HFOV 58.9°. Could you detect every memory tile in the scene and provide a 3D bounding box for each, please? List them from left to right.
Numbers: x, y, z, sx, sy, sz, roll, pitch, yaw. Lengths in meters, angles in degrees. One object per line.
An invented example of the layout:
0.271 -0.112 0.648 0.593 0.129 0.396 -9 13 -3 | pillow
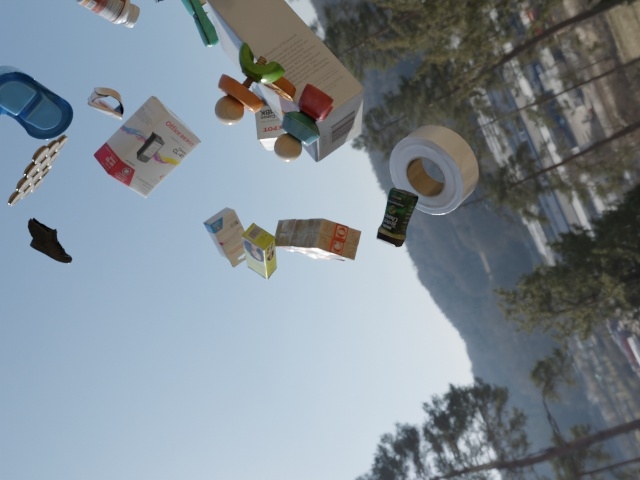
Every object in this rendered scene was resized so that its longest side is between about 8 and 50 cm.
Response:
-0.534 -0.134 1.069 0.012 0.148 0.113 37 -156 -12 | memory tile

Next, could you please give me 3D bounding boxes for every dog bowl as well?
-0.932 -0.440 1.799 0.074 0.166 0.297 44 -178 28 | dog bowl

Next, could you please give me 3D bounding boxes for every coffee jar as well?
0.248 -0.073 1.851 0.079 0.096 0.184 -4 -67 -55 | coffee jar

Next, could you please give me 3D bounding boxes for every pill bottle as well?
-0.817 -0.919 2.190 0.216 0.121 0.121 21 -135 -45 | pill bottle

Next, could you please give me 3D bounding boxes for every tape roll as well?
0.367 -0.229 1.856 0.100 0.286 0.286 -40 -68 -33 | tape roll

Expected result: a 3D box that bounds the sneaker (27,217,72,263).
-0.872 0.001 1.832 0.170 0.089 0.051 27 -171 -6 | sneaker

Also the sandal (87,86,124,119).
-0.681 -0.449 1.792 0.102 0.076 0.265 23 -172 -36 | sandal

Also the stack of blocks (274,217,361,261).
0.000 0.000 1.662 0.171 0.297 0.087 16 -97 -27 | stack of blocks

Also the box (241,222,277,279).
-0.185 0.037 1.743 0.087 0.058 0.232 32 157 14 | box

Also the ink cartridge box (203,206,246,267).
-0.313 -0.009 1.952 0.061 0.104 0.181 16 136 52 | ink cartridge box

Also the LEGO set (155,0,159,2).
-0.500 -0.742 1.683 0.083 0.054 0.023 88 177 -75 | LEGO set

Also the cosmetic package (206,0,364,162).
-0.089 -0.449 1.470 0.453 0.161 0.230 52 172 15 | cosmetic package

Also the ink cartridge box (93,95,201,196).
-0.625 -0.336 2.062 0.131 0.306 0.226 48 -177 28 | ink cartridge box

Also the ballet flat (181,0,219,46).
-0.442 -0.844 2.098 0.083 0.087 0.247 15 136 62 | ballet flat

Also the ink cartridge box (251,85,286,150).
-0.097 -0.424 1.691 0.114 0.197 0.273 37 -134 -82 | ink cartridge box

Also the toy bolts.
-0.099 -0.270 1.201 0.228 0.158 0.218 33 -178 5 | toy bolts
